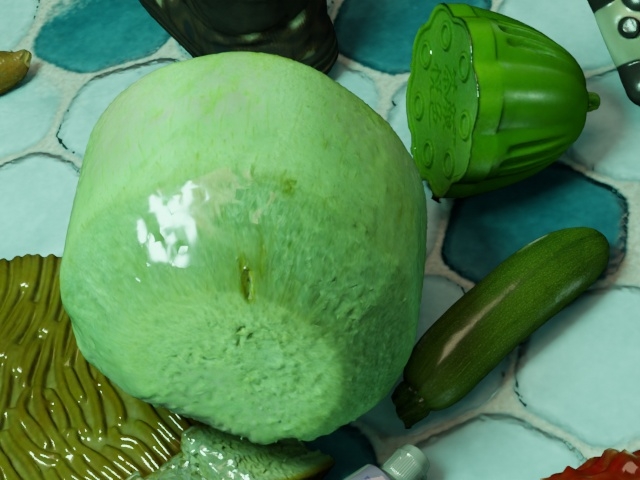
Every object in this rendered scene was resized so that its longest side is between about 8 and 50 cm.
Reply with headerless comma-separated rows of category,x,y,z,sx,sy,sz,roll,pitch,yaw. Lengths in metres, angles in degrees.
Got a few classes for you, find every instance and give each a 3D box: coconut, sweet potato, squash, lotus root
coconut,-0.058,-0.002,1.197,0.329,0.281,0.328,0,37,0
sweet potato,-0.404,-0.164,1.583,0.195,0.056,0.056,-27,49,-6
squash,0.155,0.063,1.252,0.258,0.069,0.069,-38,53,-21
lotus root,0.185,-0.129,1.366,0.186,0.186,0.186,-6,49,7

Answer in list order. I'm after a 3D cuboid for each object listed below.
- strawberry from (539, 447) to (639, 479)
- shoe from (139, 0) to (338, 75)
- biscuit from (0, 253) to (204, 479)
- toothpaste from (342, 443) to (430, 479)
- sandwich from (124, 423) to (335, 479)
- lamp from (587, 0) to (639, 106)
strawberry,0.235,0.244,0.969,0.344,0.292,0.292,12,52,37
shoe,-0.122,-0.331,1.540,0.171,0.237,0.384,-25,50,-10
biscuit,-0.249,0.130,1.267,0.318,0.040,0.317,1,48,-1
toothpaste,-0.016,0.273,1.123,0.075,0.048,0.301,34,65,22
sandwich,-0.100,0.218,1.159,0.244,0.088,0.090,-37,56,-20
lamp,0.386,-0.239,1.397,0.244,0.197,0.197,-23,47,13
